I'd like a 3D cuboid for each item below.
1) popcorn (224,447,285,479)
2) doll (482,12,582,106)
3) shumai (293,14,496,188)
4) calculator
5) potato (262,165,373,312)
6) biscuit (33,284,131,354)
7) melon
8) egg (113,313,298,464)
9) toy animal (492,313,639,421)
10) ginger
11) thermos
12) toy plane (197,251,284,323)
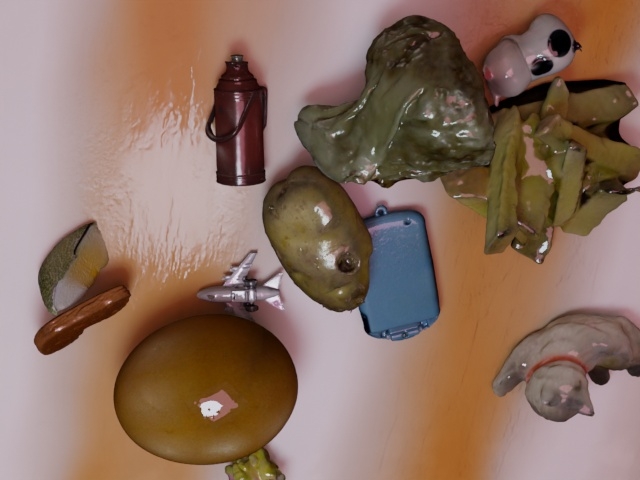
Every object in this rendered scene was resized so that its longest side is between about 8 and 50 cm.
[{"bbox_3d":[-0.136,0.512,1.732,0.126,0.126,0.145,-30,85,-5],"label":"popcorn"},{"bbox_3d":[0.383,-0.339,1.529,0.180,0.107,0.110,-28,131,9],"label":"doll"},{"bbox_3d":[0.119,-0.201,1.423,0.288,0.330,0.292,-20,124,-11],"label":"shumai"},{"bbox_3d":[0.145,0.068,1.659,0.173,0.051,0.293,-13,109,-2],"label":"calculator"},{"bbox_3d":[0.000,0.000,1.558,0.191,0.141,0.296,-14,105,31],"label":"potato"},{"bbox_3d":[-0.456,0.152,1.573,0.192,0.186,0.036,-29,81,-22],"label":"biscuit"},{"bbox_3d":[-0.482,0.064,1.554,0.139,0.202,0.093,-9,135,31],"label":"melon"},{"bbox_3d":[-0.217,0.282,1.560,0.351,0.282,0.283,-12,110,8],"label":"egg"},{"bbox_3d":[0.566,0.276,1.721,0.307,0.188,0.266,22,95,-10],"label":"toy animal"},{"bbox_3d":[0.457,-0.112,1.561,0.413,0.211,0.358,-28,111,2],"label":"ginger"},{"bbox_3d":[-0.146,-0.223,1.507,0.124,0.099,0.232,-15,112,-42],"label":"thermos"},{"bbox_3d":[-0.158,0.105,1.628,0.171,0.065,0.162,-4,100,-11],"label":"toy plane"}]
